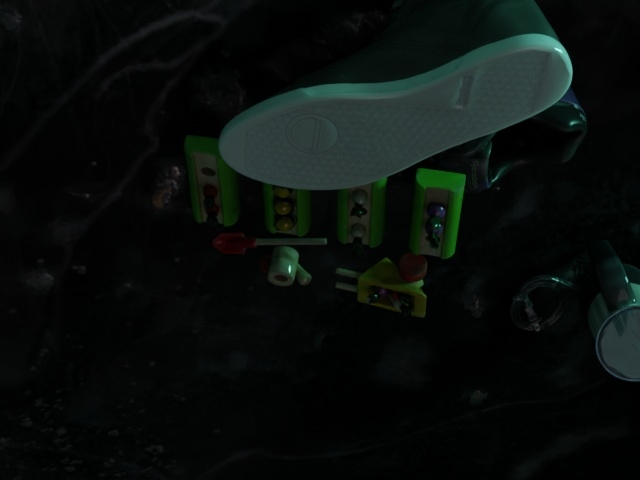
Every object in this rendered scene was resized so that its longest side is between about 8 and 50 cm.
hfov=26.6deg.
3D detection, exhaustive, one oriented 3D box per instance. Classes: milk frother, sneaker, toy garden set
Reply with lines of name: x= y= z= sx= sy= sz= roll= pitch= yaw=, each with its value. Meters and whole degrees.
milk frother: x=0.283 y=0.085 z=1.422 sx=0.143 sy=0.135 sz=0.129 roll=-38 pitch=102 yaw=13
sneaker: x=0.095 y=-0.095 z=1.194 sx=0.283 sy=0.124 sz=0.107 roll=-15 pitch=134 yaw=-5
sneaker: x=0.056 y=-0.142 z=1.136 sx=0.296 sy=0.147 sz=0.104 roll=-17 pitch=134 yaw=14
toy garden set: x=0.000 y=0.000 z=1.235 sx=0.244 sy=0.049 sz=0.204 roll=8 pitch=147 yaw=5
